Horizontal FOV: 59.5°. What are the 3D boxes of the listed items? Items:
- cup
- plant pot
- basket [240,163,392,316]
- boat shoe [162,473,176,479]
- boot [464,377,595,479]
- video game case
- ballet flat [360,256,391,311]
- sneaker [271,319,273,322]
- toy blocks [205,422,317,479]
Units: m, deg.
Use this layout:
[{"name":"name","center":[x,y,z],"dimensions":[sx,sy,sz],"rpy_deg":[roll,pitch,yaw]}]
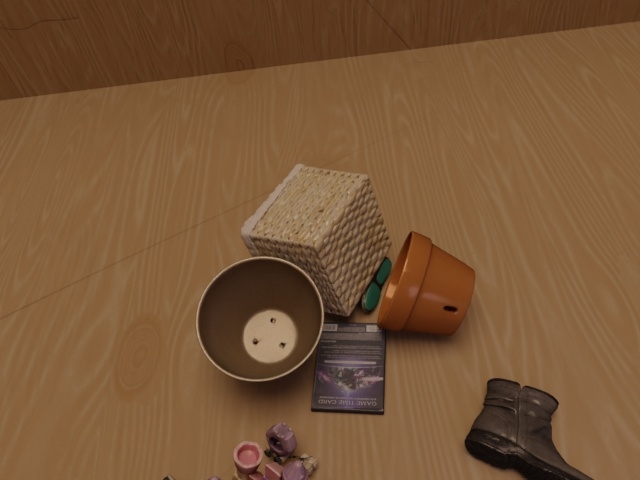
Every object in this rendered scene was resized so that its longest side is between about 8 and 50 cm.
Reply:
[{"name":"cup","center":[-0.151,0.239,1.536],"dimensions":[0.332,0.237,0.330],"rpy_deg":[-1,66,2]},{"name":"plant pot","center":[0.302,0.141,1.577],"dimensions":[0.204,0.290,0.290],"rpy_deg":[20,52,2]},{"name":"basket","center":[0.000,0.000,1.656],"dimensions":[0.267,0.328,0.331],"rpy_deg":[10,50,36]},{"name":"boat shoe","center":[-0.298,0.688,1.270],"dimensions":[0.096,0.112,0.335],"rpy_deg":[-31,55,-24]},{"name":"boot","center":[0.539,0.469,1.346],"dimensions":[0.338,0.118,0.222],"rpy_deg":[25,51,22]},{"name":"video game case","center":[0.083,0.351,1.571],"dimensions":[0.196,0.026,0.274],"rpy_deg":[0,50,8]},{"name":"ballet flat","center":[0.158,0.137,1.732],"dimensions":[0.068,0.072,0.213],"rpy_deg":[-7,41,40]},{"name":"sneaker","center":[-0.202,0.228,1.702],"dimensions":[0.170,0.051,0.089],"rpy_deg":[-10,45,-4]},{"name":"toy blocks","center":[-0.072,0.533,1.222],"dimensions":[0.289,0.259,0.309],"rpy_deg":[29,39,23]}]
